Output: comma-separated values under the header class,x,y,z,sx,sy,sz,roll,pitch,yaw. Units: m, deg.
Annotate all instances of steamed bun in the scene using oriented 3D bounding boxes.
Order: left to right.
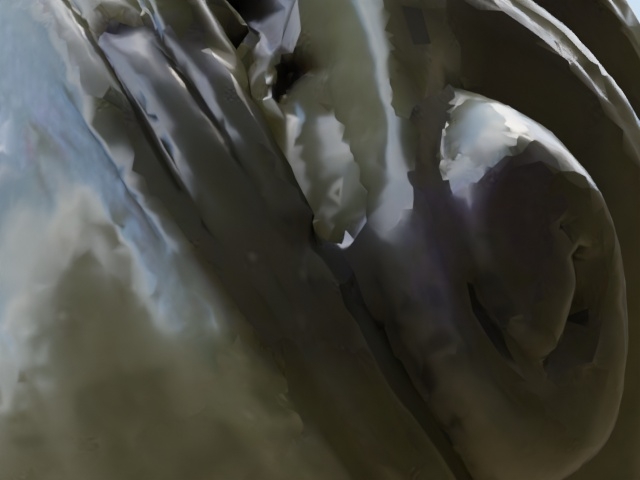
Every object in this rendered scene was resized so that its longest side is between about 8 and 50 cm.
class,x,y,z,sx,sy,sz,roll,pitch,yaw
steamed bun,0.000,0.000,0.675,0.352,0.247,0.339,-11,-104,-29
